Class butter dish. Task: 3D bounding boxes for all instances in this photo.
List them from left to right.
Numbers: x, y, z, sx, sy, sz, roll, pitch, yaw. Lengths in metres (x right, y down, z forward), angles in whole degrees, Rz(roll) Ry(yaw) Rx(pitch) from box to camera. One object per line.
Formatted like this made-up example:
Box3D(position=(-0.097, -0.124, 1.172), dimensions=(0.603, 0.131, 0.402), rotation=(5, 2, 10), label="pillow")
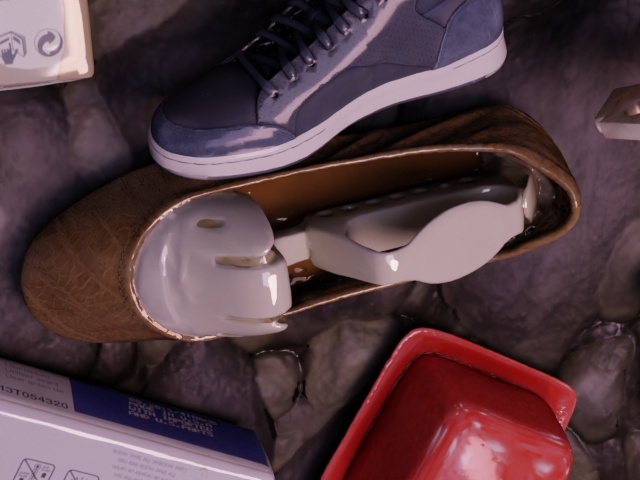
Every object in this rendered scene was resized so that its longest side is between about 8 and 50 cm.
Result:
Box3D(position=(0.101, 0.162, 0.774), dimensions=(0.160, 0.118, 0.159), rotation=(24, 100, -25), label="butter dish")

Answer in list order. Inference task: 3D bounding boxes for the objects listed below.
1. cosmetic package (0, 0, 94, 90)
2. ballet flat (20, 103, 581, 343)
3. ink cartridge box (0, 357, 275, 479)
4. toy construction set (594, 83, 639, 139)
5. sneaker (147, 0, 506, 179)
Box3D(position=(-0.178, -0.231, 0.505), dimensions=(0.113, 0.160, 0.309), rotation=(-8, 113, -17), label="cosmetic package")
Box3D(position=(0.000, 0.000, 0.673), dimensions=(0.343, 0.124, 0.116), rotation=(-11, 113, -14), label="ballet flat")
Box3D(position=(-0.242, 0.223, 0.710), dimensions=(0.324, 0.071, 0.330), rotation=(21, 106, -25), label="ink cartridge box")
Box3D(position=(0.278, -0.025, 0.756), dimensions=(0.215, 0.151, 0.327), rotation=(-33, 128, -4), label="toy construction set")
Box3D(position=(-0.001, -0.136, 0.619), dimensions=(0.226, 0.086, 0.163), rotation=(-26, 139, -18), label="sneaker")
